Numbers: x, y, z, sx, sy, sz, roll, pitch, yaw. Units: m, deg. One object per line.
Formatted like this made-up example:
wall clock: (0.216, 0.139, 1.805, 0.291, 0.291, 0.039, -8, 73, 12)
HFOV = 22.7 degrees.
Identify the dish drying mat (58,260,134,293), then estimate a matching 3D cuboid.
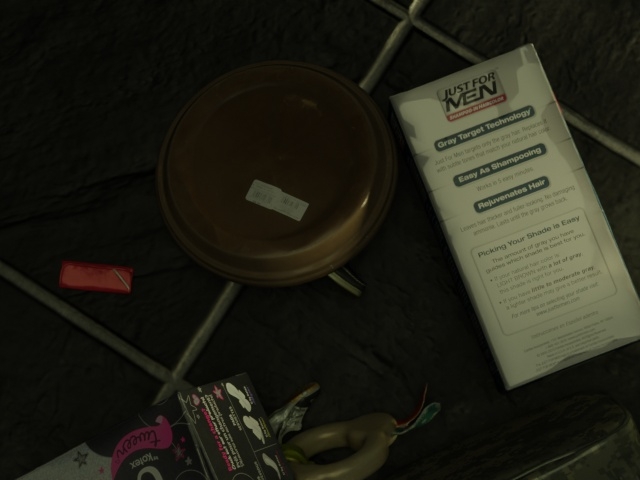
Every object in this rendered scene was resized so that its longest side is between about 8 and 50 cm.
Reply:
dish drying mat: (-0.256, 0.042, 1.822, 0.083, 0.008, 0.032, 6, 83, 3)

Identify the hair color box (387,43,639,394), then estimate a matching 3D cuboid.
hair color box: (0.216, -0.022, 1.766, 0.174, 0.105, 0.347, -21, 82, -1)

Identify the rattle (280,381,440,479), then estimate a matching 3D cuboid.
rattle: (0.054, 0.259, 1.753, 0.200, 0.130, 0.142, -21, 93, -28)

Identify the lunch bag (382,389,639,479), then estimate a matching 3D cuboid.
lunch bag: (0.239, 0.330, 1.675, 0.305, 0.212, 0.256, -25, 99, -1)

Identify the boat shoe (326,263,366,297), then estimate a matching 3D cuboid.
boat shoe: (0.000, 0.000, 1.795, 0.152, 0.056, 0.049, 44, 91, 7)

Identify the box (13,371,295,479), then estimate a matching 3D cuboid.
box: (-0.173, 0.264, 1.673, 0.247, 0.142, 0.163, -29, 81, 26)

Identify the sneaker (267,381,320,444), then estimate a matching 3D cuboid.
sneaker: (-0.028, 0.194, 1.786, 0.083, 0.032, 0.037, -41, 96, 1)

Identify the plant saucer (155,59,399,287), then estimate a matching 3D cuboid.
plant saucer: (-0.052, -0.083, 1.786, 0.278, 0.041, 0.278, -2, 70, 6)
